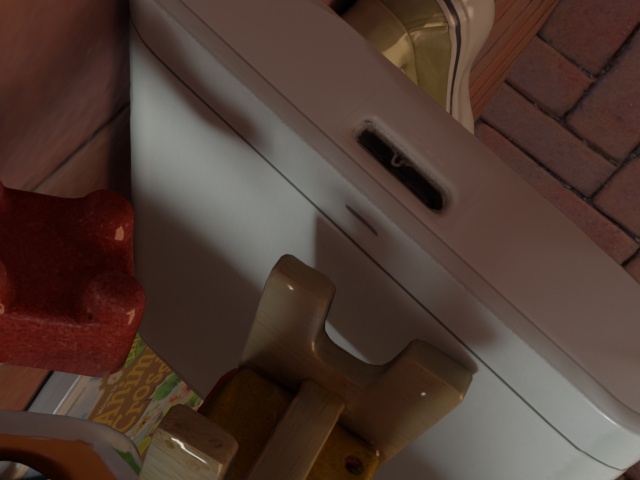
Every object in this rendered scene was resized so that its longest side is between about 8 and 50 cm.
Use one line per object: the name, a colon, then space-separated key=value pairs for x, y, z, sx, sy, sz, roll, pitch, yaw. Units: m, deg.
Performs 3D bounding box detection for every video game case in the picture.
video game case: x=-0.087 y=0.068 z=0.861 sx=0.212 sy=0.023 sz=0.193 roll=-54 pitch=153 yaw=19

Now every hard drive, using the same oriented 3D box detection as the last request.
hard drive: x=0.008 y=0.043 z=0.584 sx=0.047 sy=0.233 sz=0.353 roll=-43 pitch=168 yaw=-21

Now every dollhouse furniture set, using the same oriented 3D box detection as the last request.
dollhouse furniture set: x=-0.129 y=0.129 z=0.347 sx=0.152 sy=0.201 sz=0.374 roll=-57 pitch=178 yaw=39

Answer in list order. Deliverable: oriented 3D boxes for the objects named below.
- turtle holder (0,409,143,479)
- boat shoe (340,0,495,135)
turtle holder: x=-0.130 y=0.206 z=0.555 sx=0.320 sy=0.243 sz=0.227 roll=61 pitch=26 yaw=-64
boat shoe: x=0.044 y=-0.103 z=0.916 sx=0.094 sy=0.109 sz=0.302 roll=-35 pitch=162 yaw=-13
